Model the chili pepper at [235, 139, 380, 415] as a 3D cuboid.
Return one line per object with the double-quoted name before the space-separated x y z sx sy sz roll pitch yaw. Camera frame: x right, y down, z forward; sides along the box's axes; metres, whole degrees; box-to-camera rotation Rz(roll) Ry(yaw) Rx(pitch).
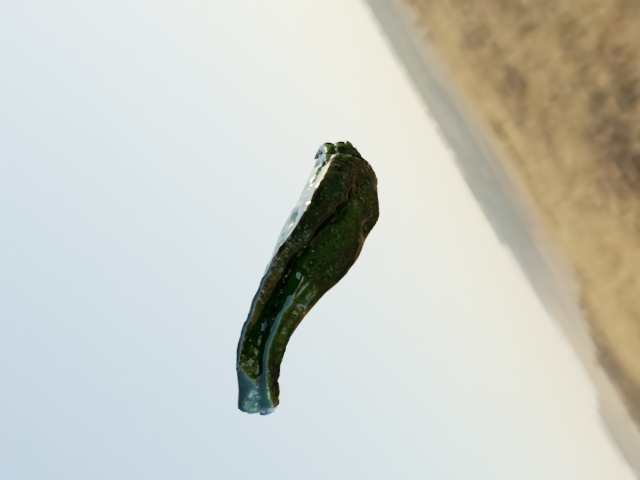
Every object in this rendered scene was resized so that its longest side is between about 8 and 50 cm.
"chili pepper" 0.000 0.000 1.267 0.065 0.122 0.279 28 -127 -4
